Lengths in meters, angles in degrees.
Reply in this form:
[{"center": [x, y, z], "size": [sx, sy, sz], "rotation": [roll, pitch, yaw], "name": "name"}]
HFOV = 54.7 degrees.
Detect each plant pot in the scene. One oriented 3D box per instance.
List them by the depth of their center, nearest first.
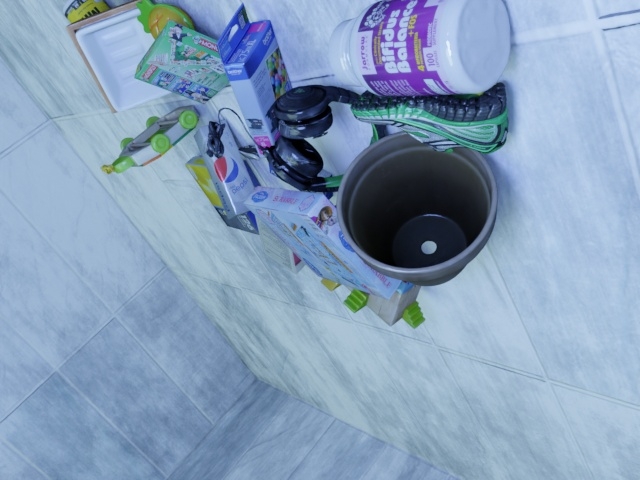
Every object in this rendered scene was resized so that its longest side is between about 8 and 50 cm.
[{"center": [0.220, -0.034, 1.349], "size": [0.323, 0.323, 0.280], "rotation": [31, 169, 25], "name": "plant pot"}]

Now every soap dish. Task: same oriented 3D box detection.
[{"center": [-0.554, -0.532, 1.775], "size": [0.290, 0.229, 0.118], "rotation": [73, 171, -47], "name": "soap dish"}]

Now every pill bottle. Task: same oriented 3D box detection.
[{"center": [0.158, -0.337, 1.076], "size": [0.302, 0.169, 0.169], "rotation": [12, 140, 48], "name": "pill bottle"}, {"center": [-0.661, -0.643, 1.870], "size": [0.208, 0.119, 0.119], "rotation": [48, 155, -11], "name": "pill bottle"}]

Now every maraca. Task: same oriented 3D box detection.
[{"center": [-0.406, -0.565, 1.625], "size": [0.186, 0.099, 0.127], "rotation": [29, 139, 10], "name": "maraca"}]

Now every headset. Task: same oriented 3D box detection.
[{"center": [-0.049, -0.215, 1.362], "size": [0.394, 0.185, 0.243], "rotation": [6, 124, -11], "name": "headset"}]

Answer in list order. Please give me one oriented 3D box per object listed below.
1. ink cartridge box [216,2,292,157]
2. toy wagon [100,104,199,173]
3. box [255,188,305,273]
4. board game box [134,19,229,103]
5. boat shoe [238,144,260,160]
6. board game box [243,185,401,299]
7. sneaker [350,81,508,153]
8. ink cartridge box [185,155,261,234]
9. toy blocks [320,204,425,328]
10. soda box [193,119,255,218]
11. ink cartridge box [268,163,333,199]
[{"center": [-0.137, -0.369, 1.440], "size": [0.065, 0.185, 0.311], "rotation": [0, 137, 23], "name": "ink cartridge box"}, {"center": [-0.535, -0.307, 1.938], "size": [0.267, 0.344, 0.068], "rotation": [8, 139, 51], "name": "toy wagon"}, {"center": [-0.105, -0.028, 1.993], "size": [0.149, 0.127, 0.232], "rotation": [32, 153, 24], "name": "box"}, {"center": [-0.352, -0.463, 1.651], "size": [0.214, 0.046, 0.317], "rotation": [17, 166, -27], "name": "board game box"}, {"center": [-0.213, -0.271, 1.882], "size": [0.046, 0.038, 0.125], "rotation": [29, 177, -32], "name": "boat shoe"}, {"center": [0.000, 0.000, 1.526], "size": [0.318, 0.066, 0.318], "rotation": [46, 162, -30], "name": "board game box"}, {"center": [0.201, -0.234, 1.212], "size": [0.344, 0.134, 0.146], "rotation": [20, 146, 40], "name": "sneaker"}, {"center": [-0.298, -0.152, 2.160], "size": [0.307, 0.072, 0.303], "rotation": [15, 143, 49], "name": "ink cartridge box"}, {"center": [0.148, 0.049, 1.715], "size": [0.381, 0.191, 0.261], "rotation": [42, 144, 26], "name": "toy blocks"}, {"center": [-0.287, -0.216, 1.902], "size": [0.098, 0.091, 0.286], "rotation": [-15, 98, 66], "name": "soda box"}, {"center": [-0.060, -0.191, 1.768], "size": [0.207, 0.046, 0.097], "rotation": [32, 152, 24], "name": "ink cartridge box"}]
